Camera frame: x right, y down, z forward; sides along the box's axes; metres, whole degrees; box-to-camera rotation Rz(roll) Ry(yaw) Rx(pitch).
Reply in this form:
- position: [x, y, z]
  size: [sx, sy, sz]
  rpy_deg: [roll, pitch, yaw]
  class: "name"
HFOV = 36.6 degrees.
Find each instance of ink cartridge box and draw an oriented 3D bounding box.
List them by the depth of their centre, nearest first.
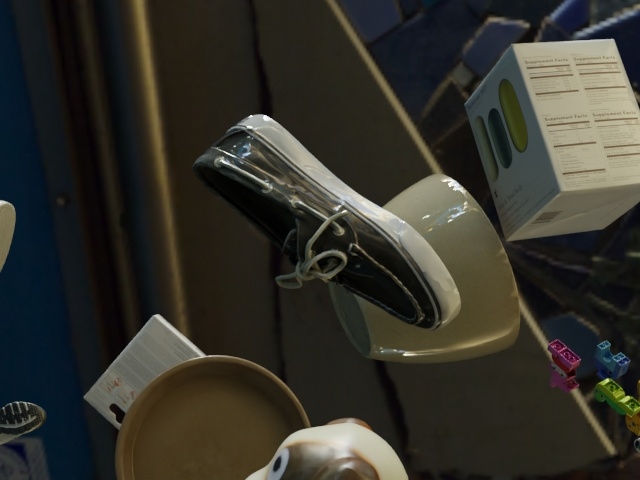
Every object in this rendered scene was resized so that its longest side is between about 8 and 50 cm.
- position: [-0.341, 0.292, 1.976]
  size: [0.225, 0.181, 0.056]
  rpy_deg: [-50, -9, -1]
  class: "ink cartridge box"

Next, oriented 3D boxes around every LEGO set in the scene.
- position: [0.424, 0.231, 1.363]
  size: [0.087, 0.227, 0.093]
  rpy_deg: [-22, -44, -27]
  class: "LEGO set"

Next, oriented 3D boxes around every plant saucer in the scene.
- position: [-0.144, 0.298, 1.329]
  size: [0.041, 0.277, 0.278]
  rpy_deg: [140, 140, -67]
  class: "plant saucer"

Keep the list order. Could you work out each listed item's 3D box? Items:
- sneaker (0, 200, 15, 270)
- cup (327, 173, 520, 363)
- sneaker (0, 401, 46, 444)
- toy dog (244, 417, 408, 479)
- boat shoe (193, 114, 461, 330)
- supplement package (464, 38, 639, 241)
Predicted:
- position: [-0.616, 0.046, 1.551]
  size: [0.293, 0.169, 0.108]
  rpy_deg: [-65, -17, 1]
  class: "sneaker"
- position: [0.152, 0.080, 1.661]
  size: [0.331, 0.236, 0.331]
  rpy_deg: [58, 161, 33]
  class: "cup"
- position: [-0.379, 0.224, 1.169]
  size: [0.044, 0.109, 0.040]
  rpy_deg: [51, -157, -69]
  class: "sneaker"
- position: [0.039, 0.421, 1.143]
  size: [0.284, 0.395, 0.408]
  rpy_deg: [-41, -67, -74]
  class: "toy dog"
- position: [0.001, -0.002, 0.980]
  size: [0.105, 0.306, 0.113]
  rpy_deg: [-42, -8, -32]
  class: "boat shoe"
- position: [0.393, -0.164, 1.592]
  size: [0.199, 0.197, 0.263]
  rpy_deg: [124, 136, -63]
  class: "supplement package"
